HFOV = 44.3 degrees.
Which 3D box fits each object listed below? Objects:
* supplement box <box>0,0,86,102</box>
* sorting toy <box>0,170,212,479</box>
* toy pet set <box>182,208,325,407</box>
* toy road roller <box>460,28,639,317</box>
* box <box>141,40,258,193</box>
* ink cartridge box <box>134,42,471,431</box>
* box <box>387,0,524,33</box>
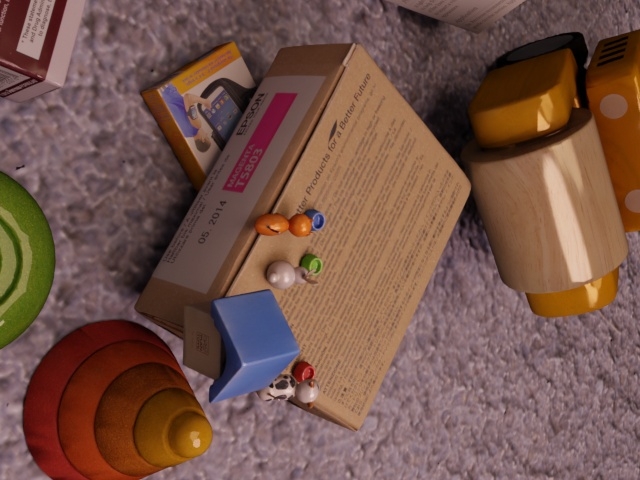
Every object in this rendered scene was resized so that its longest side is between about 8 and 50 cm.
[{"bbox_3d":[-0.247,-0.180,0.423,0.239,0.073,0.130,21,76,-40],"label":"supplement box"},{"bbox_3d":[-0.177,0.030,0.452,0.127,0.126,0.365,-53,123,-27],"label":"sorting toy"},{"bbox_3d":[-0.022,0.048,0.480,0.114,0.065,0.122,-7,103,-43],"label":"toy pet set"},{"bbox_3d":[0.290,-0.095,0.744,0.329,0.241,0.202,-50,123,-54],"label":"toy road roller"},{"bbox_3d":[-0.070,-0.074,0.609,0.081,0.028,0.136,-42,115,-32],"label":"box"},{"bbox_3d":[0.000,0.000,0.603,0.193,0.088,0.234,41,70,-41],"label":"ink cartridge box"},{"bbox_3d":[0.143,-0.305,0.675,0.119,0.181,0.181,14,80,-17],"label":"box"}]
